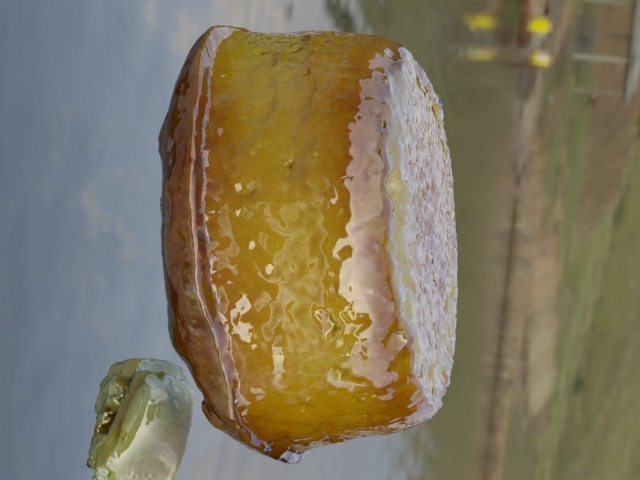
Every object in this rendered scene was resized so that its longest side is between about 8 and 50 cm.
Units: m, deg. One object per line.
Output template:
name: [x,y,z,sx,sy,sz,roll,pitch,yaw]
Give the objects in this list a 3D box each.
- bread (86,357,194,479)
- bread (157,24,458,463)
bread: [-0.180,0.191,1.600,0.110,0.103,0.156,-43,-137,42]
bread: [-0.002,0.000,1.017,0.312,0.172,0.312,-5,90,-73]
